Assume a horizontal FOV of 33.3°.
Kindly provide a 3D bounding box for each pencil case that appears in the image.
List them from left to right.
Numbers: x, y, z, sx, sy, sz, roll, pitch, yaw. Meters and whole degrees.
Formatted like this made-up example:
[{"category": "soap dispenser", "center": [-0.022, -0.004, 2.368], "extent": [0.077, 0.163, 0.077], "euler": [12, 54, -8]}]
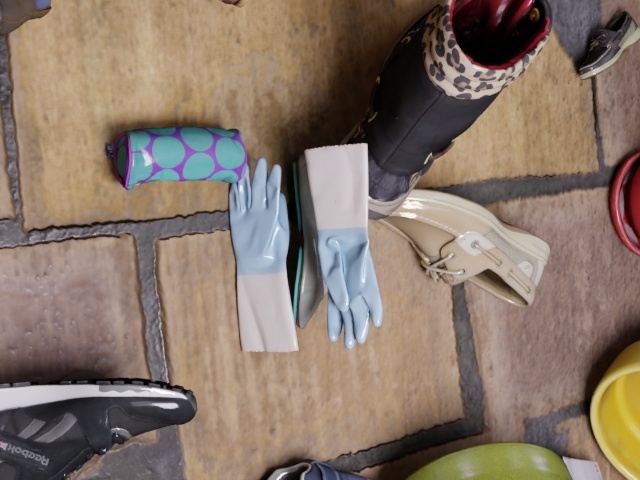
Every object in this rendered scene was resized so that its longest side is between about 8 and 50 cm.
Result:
[{"category": "pencil case", "center": [-0.158, -0.092, 1.205], "extent": [0.151, 0.064, 0.070], "euler": [-5, 130, -33]}]

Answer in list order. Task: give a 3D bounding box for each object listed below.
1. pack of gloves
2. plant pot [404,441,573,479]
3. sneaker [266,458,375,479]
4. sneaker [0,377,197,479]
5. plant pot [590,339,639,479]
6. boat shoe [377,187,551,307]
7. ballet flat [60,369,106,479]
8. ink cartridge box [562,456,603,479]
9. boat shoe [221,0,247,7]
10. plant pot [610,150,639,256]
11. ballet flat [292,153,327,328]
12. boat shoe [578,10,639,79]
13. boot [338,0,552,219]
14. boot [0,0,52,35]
[{"category": "pack of gloves", "center": [-0.012, 0.011, 1.237], "extent": [0.046, 0.195, 0.232], "euler": [-9, 94, -58]}, {"category": "plant pot", "center": [0.227, 0.438, 1.227], "extent": [0.366, 0.366, 0.353], "euler": [21, 37, -30]}, {"category": "sneaker", "center": [-0.017, 0.372, 1.262], "extent": [0.163, 0.086, 0.226], "euler": [32, 63, -39]}, {"category": "sneaker", "center": [-0.265, 0.203, 1.075], "extent": [0.283, 0.107, 0.124], "euler": [-2, 84, -6]}, {"category": "plant pot", "center": [0.556, 0.219, 1.558], "extent": [0.239, 0.254, 0.254], "euler": [-41, 110, -43]}, {"category": "boat shoe", "center": [0.182, 0.011, 1.396], "extent": [0.302, 0.109, 0.098], "euler": [22, 76, -36]}, {"category": "ballet flat", "center": [-0.293, 0.252, 1.123], "extent": [0.084, 0.058, 0.250], "euler": [22, 69, 3]}, {"category": "ink cartridge box", "center": [0.361, 0.396, 1.438], "extent": [0.208, 0.045, 0.206], "euler": [27, 47, -61]}, {"category": "boat shoe", "center": [-0.113, -0.374, 1.239], "extent": [0.073, 0.073, 0.207], "euler": [6, 79, -30]}, {"category": "plant pot", "center": [0.544, -0.058, 1.582], "extent": [0.191, 0.174, 0.191], "euler": [1, 88, -31]}, {"category": "ballet flat", "center": [0.000, 0.000, 1.292], "extent": [0.068, 0.072, 0.213], "euler": [0, 87, 1]}, {"category": "boat shoe", "center": [0.421, -0.289, 1.585], "extent": [0.152, 0.056, 0.049], "euler": [-43, 106, -36]}, {"category": "boot", "center": [0.161, -0.221, 1.247], "extent": [0.138, 0.284, 0.377], "euler": [37, 53, -2]}, {"category": "boot", "center": [-0.358, -0.313, 1.094], "extent": [0.106, 0.082, 0.219], "euler": [-28, 100, -52]}]
